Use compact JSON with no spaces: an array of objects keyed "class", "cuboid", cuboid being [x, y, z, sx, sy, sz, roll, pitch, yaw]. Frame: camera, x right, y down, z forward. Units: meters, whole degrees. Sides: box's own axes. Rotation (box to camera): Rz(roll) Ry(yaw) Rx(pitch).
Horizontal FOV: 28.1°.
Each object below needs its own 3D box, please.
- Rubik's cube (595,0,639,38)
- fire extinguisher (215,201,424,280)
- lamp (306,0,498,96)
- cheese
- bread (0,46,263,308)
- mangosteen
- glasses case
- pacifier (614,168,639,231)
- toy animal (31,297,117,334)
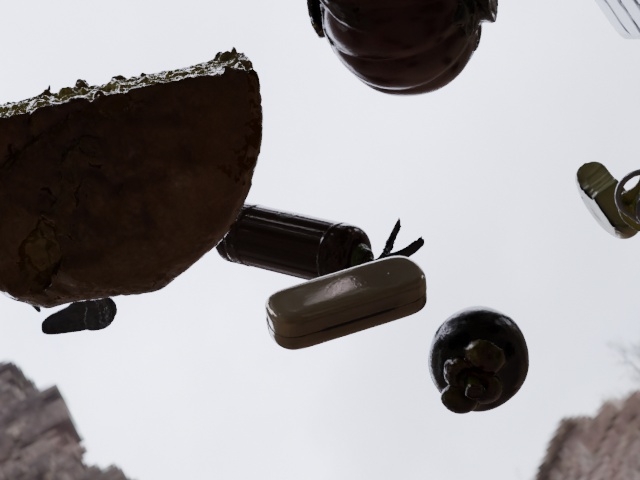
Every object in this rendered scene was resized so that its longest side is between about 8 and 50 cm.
[{"class":"Rubik's cube","cuboid":[0.409,-0.448,1.406,0.337,0.344,0.343,-35,-83,6]},{"class":"fire extinguisher","cuboid":[0.000,0.000,1.966,0.138,0.344,0.102,-57,-42,-26]},{"class":"lamp","cuboid":[0.113,-0.350,1.770,0.257,0.303,0.303,-3,-42,15]},{"class":"cheese","cuboid":[0.426,-0.054,1.931,0.050,0.127,0.255,-37,-7,3]},{"class":"bread","cuboid":[-0.198,-0.047,1.124,0.340,0.194,0.179,-12,-75,6]},{"class":"mangosteen","cuboid":[0.197,0.157,1.608,0.137,0.151,0.137,5,-66,12]},{"class":"glasses case","cuboid":[0.031,0.073,1.519,0.196,0.083,0.050,-16,-55,-12]},{"class":"pacifier","cuboid":[0.294,-0.046,1.116,0.083,0.068,0.064,-60,0,44]},{"class":"toy animal","cuboid":[-0.330,0.039,1.724,0.176,0.255,0.239,-21,-56,-44]}]
